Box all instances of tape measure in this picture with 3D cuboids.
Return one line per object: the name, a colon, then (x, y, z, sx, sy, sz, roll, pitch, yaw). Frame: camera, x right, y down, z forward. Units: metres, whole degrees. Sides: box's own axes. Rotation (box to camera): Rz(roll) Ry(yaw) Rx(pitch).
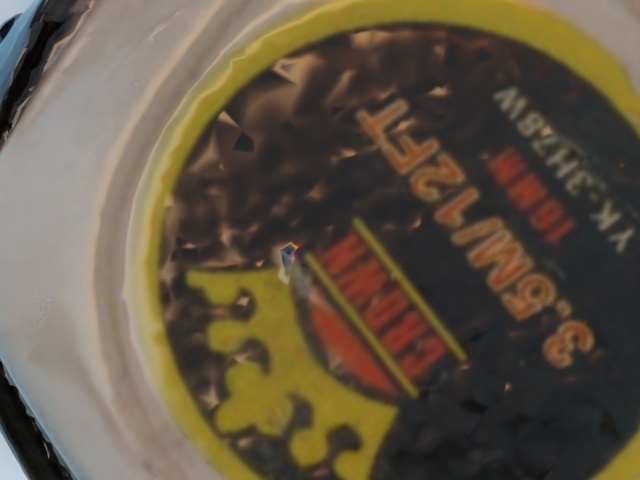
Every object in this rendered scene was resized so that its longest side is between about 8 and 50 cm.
tape measure: (0.000, 0.000, 0.459, 0.231, 0.271, 0.133, -36, -8, -10)
